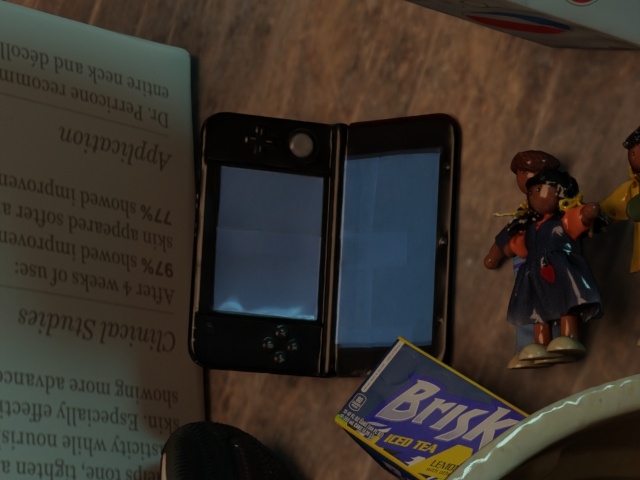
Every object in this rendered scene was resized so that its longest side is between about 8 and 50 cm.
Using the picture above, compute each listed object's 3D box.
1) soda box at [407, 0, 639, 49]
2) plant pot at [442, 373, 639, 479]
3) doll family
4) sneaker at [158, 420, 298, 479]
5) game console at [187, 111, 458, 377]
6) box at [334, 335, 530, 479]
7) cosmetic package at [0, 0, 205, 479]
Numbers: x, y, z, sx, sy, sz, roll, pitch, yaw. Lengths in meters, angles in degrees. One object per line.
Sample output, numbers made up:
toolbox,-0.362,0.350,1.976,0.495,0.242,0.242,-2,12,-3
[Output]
soda box,0.075,-0.142,0.905,0.074,0.216,0.069,8,89,45
plant pot,0.083,0.239,0.759,0.305,0.333,0.334,151,119,-63
doll family,0.134,-0.002,0.923,0.193,0.076,0.111,-14,77,45
sneaker,-0.055,0.249,1.039,0.162,0.106,0.281,-45,55,33
game console,0.000,0.000,1.048,0.085,0.124,0.144,160,115,-69
box,0.087,0.113,0.946,0.169,0.054,0.059,30,77,44
cosmetic package,-0.291,0.079,1.141,0.327,0.329,0.394,-15,71,41
